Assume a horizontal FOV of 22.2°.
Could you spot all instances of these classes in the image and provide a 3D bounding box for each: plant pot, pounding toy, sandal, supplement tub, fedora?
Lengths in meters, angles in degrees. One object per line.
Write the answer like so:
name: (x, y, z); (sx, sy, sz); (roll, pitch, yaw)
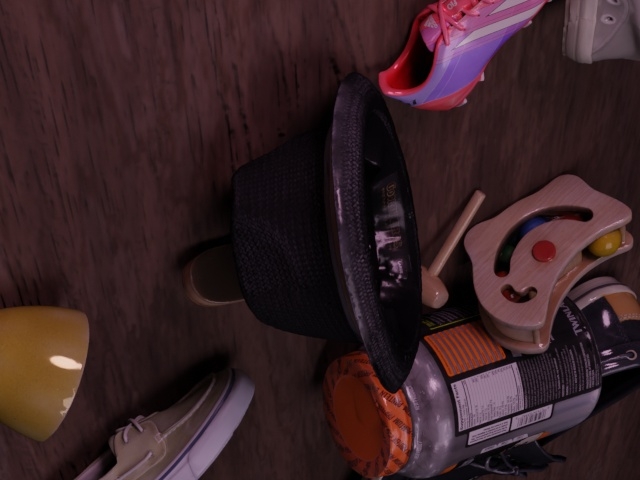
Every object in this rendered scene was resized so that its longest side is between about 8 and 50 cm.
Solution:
plant pot: (-0.295, 0.118, 1.573); (0.095, 0.134, 0.134); (20, 123, -25)
pounding toy: (0.243, 0.024, 1.904); (0.269, 0.154, 0.155); (-31, 149, -6)
sandal: (-0.046, 0.035, 1.750); (0.240, 0.088, 0.079); (-5, 170, -29)
supplement tub: (0.173, 0.177, 2.014); (0.316, 0.193, 0.193); (-14, 144, -29)
fedora: (0.000, 0.000, 1.597); (0.152, 0.334, 0.334); (-6, 152, 13)

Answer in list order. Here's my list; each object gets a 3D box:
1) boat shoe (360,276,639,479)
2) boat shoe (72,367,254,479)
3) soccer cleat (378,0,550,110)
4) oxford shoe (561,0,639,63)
boat shoe: (0.255, 0.256, 2.240); (0.500, 0.156, 0.187); (-39, 151, 11)
boat shoe: (-0.200, 0.251, 1.858); (0.094, 0.109, 0.302); (41, 97, -15)
soccer cleat: (0.146, -0.221, 1.552); (0.095, 0.083, 0.248); (1, 138, -37)
oxford shoe: (0.293, -0.307, 1.463); (0.130, 0.169, 0.449); (7, 154, 9)
